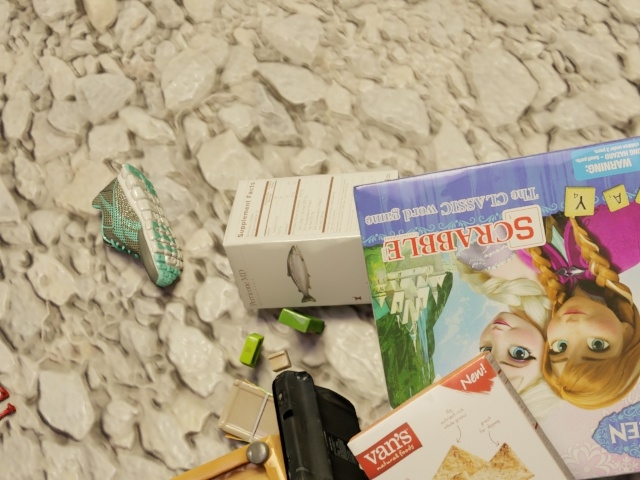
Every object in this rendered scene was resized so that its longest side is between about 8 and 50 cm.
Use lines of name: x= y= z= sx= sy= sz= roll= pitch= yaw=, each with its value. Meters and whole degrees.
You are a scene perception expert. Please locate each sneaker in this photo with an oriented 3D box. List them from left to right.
sneaker: x=-0.214 y=-0.006 z=1.600 sx=0.076 sy=0.065 sz=0.166 roll=-35 pitch=55 yaw=14

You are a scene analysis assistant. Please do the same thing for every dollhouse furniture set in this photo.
dollhouse furniture set: x=-0.049 y=0.147 z=1.487 sx=0.076 sy=0.058 sz=0.151 roll=20 pitch=89 yaw=16

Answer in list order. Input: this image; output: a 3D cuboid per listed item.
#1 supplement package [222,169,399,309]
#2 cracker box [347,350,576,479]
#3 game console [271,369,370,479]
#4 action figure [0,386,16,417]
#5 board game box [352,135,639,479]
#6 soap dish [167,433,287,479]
supplement package: x=0.000 y=0.000 z=1.491 sx=0.179 sy=0.105 sz=0.105 roll=-4 pitch=44 yaw=13
cracker box: x=0.154 y=0.240 z=1.293 sx=0.156 sy=0.067 sz=0.232 roll=-35 pitch=83 yaw=9
game console: x=0.026 y=0.257 z=1.305 sx=0.044 sy=0.213 sz=0.361 roll=-43 pitch=29 yaw=18
action figure: x=-0.397 y=0.205 z=1.547 sx=0.115 sy=0.030 sz=0.038 roll=-33 pitch=64 yaw=-1
board game box: x=0.213 y=0.075 z=1.348 sx=0.319 sy=0.066 sz=0.318 roll=-10 pitch=90 yaw=10
soap dish: x=-0.114 y=0.332 z=1.351 sx=0.291 sy=0.118 sz=0.229 roll=-24 pitch=59 yaw=3
